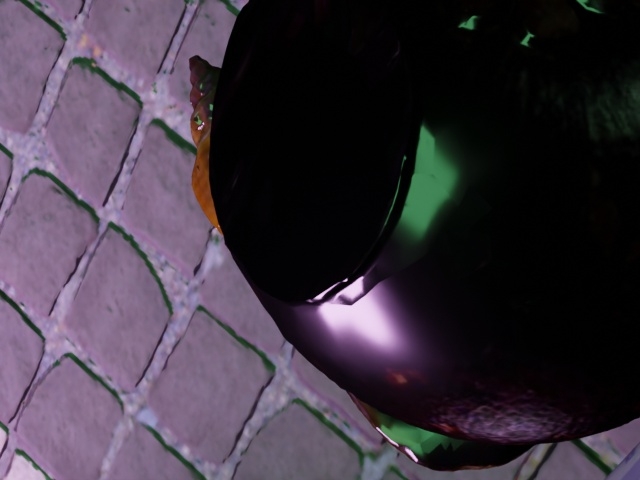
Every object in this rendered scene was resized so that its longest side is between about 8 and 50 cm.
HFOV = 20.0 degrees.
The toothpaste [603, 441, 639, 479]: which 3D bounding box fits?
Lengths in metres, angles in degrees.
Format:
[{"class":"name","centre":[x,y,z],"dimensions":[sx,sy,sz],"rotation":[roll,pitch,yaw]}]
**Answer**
[{"class":"toothpaste","centre":[0.224,0.046,0.728],"dimensions":[0.371,0.125,0.080],"rotation":[-48,25,12]}]

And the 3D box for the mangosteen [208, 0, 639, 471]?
[{"class":"mangosteen","centre":[0.072,-0.026,0.814],"dimensions":[0.287,0.233,0.288],"rotation":[-3,86,55]}]

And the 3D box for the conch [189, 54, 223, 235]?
[{"class":"conch","centre":[0.002,-0.005,0.980],"dimensions":[0.080,0.086,0.232],"rotation":[-43,74,-13]}]
